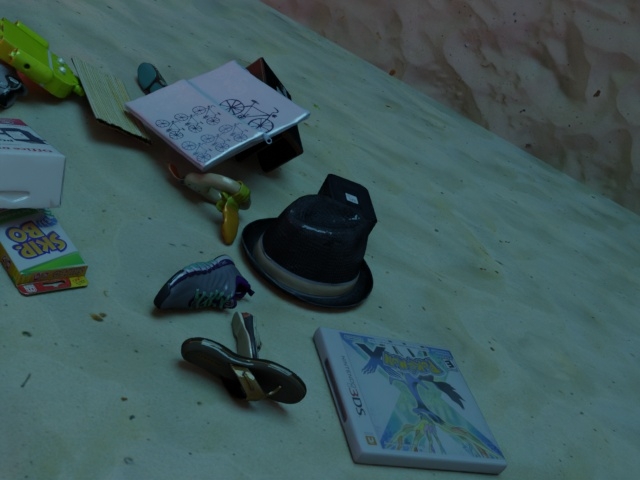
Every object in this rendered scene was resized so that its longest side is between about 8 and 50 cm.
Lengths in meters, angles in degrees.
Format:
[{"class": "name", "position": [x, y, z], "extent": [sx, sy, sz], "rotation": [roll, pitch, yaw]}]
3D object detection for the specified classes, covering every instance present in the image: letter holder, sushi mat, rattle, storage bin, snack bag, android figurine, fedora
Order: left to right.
[{"class": "android figurine", "position": [-0.663, -0.424, 1.663], "extent": [0.273, 0.056, 0.248], "rotation": [35, 13, -35]}, {"class": "sushi mat", "position": [-0.504, -0.340, 1.735], "extent": [0.151, 0.019, 0.316], "rotation": [21, 25, -42]}, {"class": "rattle", "position": [-0.263, -0.081, 1.601], "extent": [0.199, 0.143, 0.130], "rotation": [15, -4, 4]}, {"class": "snack bag", "position": [-0.236, -0.310, 1.712], "extent": [0.342, 0.037, 0.323], "rotation": [-31, 53, -31]}, {"class": "letter holder", "position": [-0.189, -0.313, 1.932], "extent": [0.152, 0.214, 0.302], "rotation": [50, 18, -37]}, {"class": "fedora", "position": [0.000, 0.000, 1.585], "extent": [0.334, 0.153, 0.334], "rotation": [22, 30, -14]}, {"class": "storage bin", "position": [0.062, -0.078, 1.835], "extent": [0.122, 0.084, 0.180], "rotation": [19, 30, -20]}]

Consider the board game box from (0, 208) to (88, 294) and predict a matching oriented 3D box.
[{"class": "board game box", "position": [-0.511, -0.009, 1.259], "extent": [0.124, 0.039, 0.259], "rotation": [-8, 49, -48]}]

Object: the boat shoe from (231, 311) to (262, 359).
[{"class": "boat shoe", "position": [-0.127, 0.179, 1.302], "extent": [0.043, 0.049, 0.137], "rotation": [17, 27, -27]}]

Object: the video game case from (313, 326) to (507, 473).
[{"class": "video game case", "position": [0.167, 0.302, 1.385], "extent": [0.329, 0.036, 0.300], "rotation": [14, 33, -28]}]

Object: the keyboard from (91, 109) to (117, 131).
[{"class": "keyboard", "position": [-0.514, -0.319, 1.751], "extent": [0.108, 0.023, 0.180], "rotation": [4, 37, -49]}]

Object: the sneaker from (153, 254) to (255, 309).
[{"class": "sneaker", "position": [-0.205, 0.093, 1.331], "extent": [0.098, 0.083, 0.223], "rotation": [43, 30, 12]}]

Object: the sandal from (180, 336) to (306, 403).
[{"class": "sandal", "position": [-0.131, 0.226, 1.188], "extent": [0.219, 0.090, 0.060], "rotation": [26, 46, -10]}]

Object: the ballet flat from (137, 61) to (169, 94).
[{"class": "ballet flat", "position": [-0.435, -0.406, 1.933], "extent": [0.070, 0.070, 0.188], "rotation": [3, 41, -39]}]

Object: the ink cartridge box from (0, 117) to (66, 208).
[{"class": "ink cartridge box", "position": [-0.575, -0.142, 1.268], "extent": [0.172, 0.100, 0.237], "rotation": [-3, 25, -42]}]

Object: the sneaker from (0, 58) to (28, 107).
[{"class": "sneaker", "position": [-0.724, -0.338, 1.527], "extent": [0.132, 0.086, 0.228], "rotation": [46, 31, 21]}]
